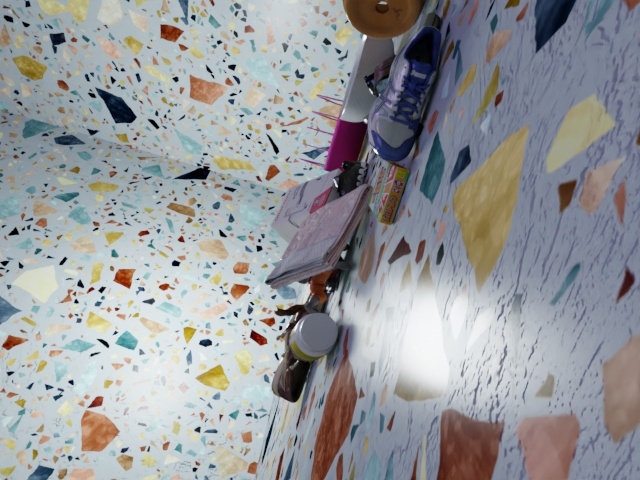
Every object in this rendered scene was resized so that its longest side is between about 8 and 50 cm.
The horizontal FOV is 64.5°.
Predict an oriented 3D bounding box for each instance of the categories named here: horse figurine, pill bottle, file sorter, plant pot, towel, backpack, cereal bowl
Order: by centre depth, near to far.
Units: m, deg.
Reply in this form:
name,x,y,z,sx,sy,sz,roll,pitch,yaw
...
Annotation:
name,x,y,z,sx,sy,sz,roll,pitch,yaw
plant pot,0.174,-0.690,1.361,0.290,0.291,0.203,113,168,-61
pill bottle,-0.019,0.269,1.411,0.208,0.119,0.119,117,168,-70
backpack,0.197,-0.473,1.497,0.114,0.084,0.105,-31,21,14
towel,-0.008,-0.009,1.524,0.332,0.053,0.316,-24,28,50
horse figurine,-0.062,0.285,1.596,0.174,0.066,0.263,-41,-42,-30
cereal bowl,0.181,-0.579,1.804,0.339,0.141,0.338,-164,90,-87
file sorter,0.053,-0.440,2.117,0.202,0.182,0.290,1,-71,-55

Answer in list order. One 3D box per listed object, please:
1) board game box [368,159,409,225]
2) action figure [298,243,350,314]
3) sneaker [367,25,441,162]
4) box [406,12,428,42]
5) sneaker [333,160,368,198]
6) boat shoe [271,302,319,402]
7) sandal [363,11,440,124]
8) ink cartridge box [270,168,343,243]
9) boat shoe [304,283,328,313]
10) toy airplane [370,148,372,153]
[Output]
name,x,y,z,sx,sy,sz,roll,pitch,yaw
board game box,0.155,-0.121,1.188,0.259,0.039,0.124,-80,8,-78
action figure,0.002,0.048,1.637,0.330,0.179,0.340,-114,36,-68
sneaker,0.177,-0.313,1.062,0.131,0.112,0.296,124,161,-76
box,0.242,-0.480,1.344,0.145,0.038,0.186,-154,81,-86
sneaker,0.088,-0.176,1.745,0.078,0.106,0.234,117,169,-73
boat shoe,-0.063,0.389,1.752,0.123,0.123,0.341,7,75,56
sandal,0.180,-0.412,1.215,0.302,0.086,0.120,-61,6,1
ink cartridge box,-0.028,-0.121,1.874,0.283,0.117,0.207,-16,41,42
boat shoe,-0.023,0.207,1.886,0.104,0.090,0.284,125,161,-79
toy airplane,0.188,-0.341,1.588,0.151,0.028,0.151,-163,90,-86
